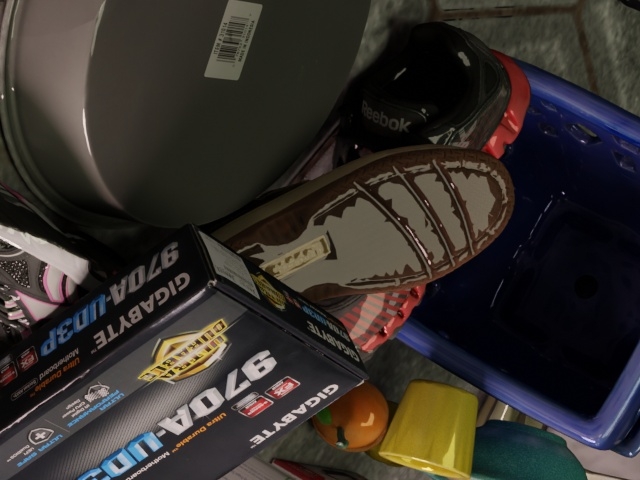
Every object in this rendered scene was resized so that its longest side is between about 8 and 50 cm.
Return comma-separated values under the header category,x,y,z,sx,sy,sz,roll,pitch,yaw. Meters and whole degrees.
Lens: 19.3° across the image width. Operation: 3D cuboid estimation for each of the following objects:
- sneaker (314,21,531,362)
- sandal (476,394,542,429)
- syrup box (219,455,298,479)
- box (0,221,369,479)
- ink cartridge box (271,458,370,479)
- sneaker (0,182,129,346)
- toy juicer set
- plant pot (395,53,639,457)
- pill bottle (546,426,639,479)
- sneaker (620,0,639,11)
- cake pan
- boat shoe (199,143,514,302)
category,x,y,z,sx,sy,sz,roll,pitch,yaw
sneaker,0.045,-0.039,1.332,0.276,0.098,0.135,-59,148,-10
sandal,0.209,0.116,1.689,0.120,0.086,0.302,-18,128,-48
syrup box,-0.106,0.264,1.345,0.237,0.096,0.093,-50,146,-20
box,-0.107,0.096,1.147,0.220,0.051,0.175,-35,143,15
ink cartridge box,0.022,0.223,1.491,0.135,0.099,0.056,21,95,-59
sneaker,-0.171,0.026,1.105,0.077,0.072,0.178,-51,142,2
toy juicer set,0.128,0.190,1.496,0.329,0.209,0.089,24,76,-38
plant pot,0.197,0.025,1.479,0.236,0.236,0.212,-60,155,-3
pill bottle,0.321,0.271,1.891,0.162,0.162,0.278,-49,145,-21
sneaker,0.267,-0.240,1.555,0.069,0.038,0.098,-58,157,-9
cake pan,-0.068,-0.132,1.142,0.293,0.054,0.293,-34,138,-37
boat shoe,-0.002,-0.007,1.239,0.257,0.095,0.095,-18,110,-16
